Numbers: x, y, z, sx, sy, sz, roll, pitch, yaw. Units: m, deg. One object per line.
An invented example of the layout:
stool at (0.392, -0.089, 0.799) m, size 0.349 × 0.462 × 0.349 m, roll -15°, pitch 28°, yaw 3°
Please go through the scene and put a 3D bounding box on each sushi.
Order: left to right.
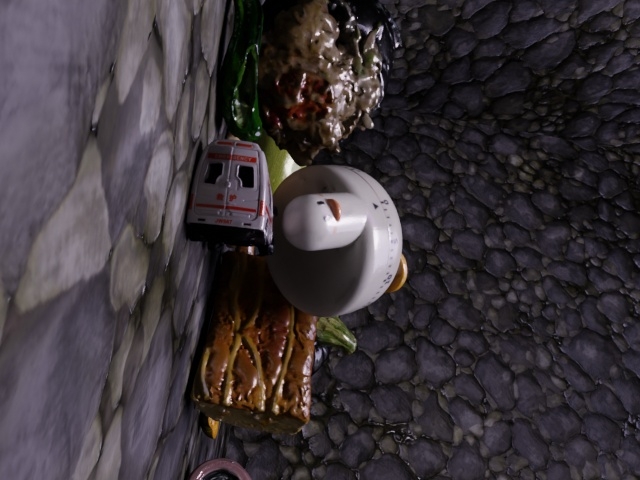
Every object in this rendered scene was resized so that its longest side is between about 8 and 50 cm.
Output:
sushi at (-0.005, -0.241, 0.747) m, size 0.225 × 0.238 × 0.218 m, roll -37°, pitch -160°, yaw 29°

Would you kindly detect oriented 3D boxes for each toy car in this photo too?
toy car at (-0.098, -0.043, 0.636) m, size 0.209 × 0.090 × 0.108 m, roll 105°, pitch -11°, yaw -83°

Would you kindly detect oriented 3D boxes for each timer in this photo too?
timer at (0.000, 0.000, 0.785) m, size 0.234 × 0.240 × 0.233 m, roll 6°, pitch -81°, yaw 44°

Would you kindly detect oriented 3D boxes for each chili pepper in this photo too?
chili pepper at (-0.092, -0.200, 0.618) m, size 0.073 × 0.050 × 0.182 m, roll -74°, pitch 173°, yaw -59°

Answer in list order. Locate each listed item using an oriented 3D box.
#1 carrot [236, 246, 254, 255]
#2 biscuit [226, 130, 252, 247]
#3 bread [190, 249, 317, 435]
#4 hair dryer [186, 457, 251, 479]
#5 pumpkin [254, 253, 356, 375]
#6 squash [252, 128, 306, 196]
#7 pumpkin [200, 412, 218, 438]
carrot at (-0.176, 0.065, 1.209) m, size 0.061 × 0.061 × 0.209 m, roll -129°, pitch -137°, yaw -85°
biscuit at (-0.132, -0.101, 0.851) m, size 0.249 × 0.030 × 0.160 m, roll 106°, pitch -8°, yaw -64°
bread at (-0.098, 0.158, 0.861) m, size 0.114 × 0.185 × 0.274 m, roll 117°, pitch -17°, yaw -48°
hair dryer at (-0.203, 0.565, 0.860) m, size 0.352 × 0.126 × 0.210 m, roll -75°, pitch 177°, yaw -50°
pumpkin at (-0.060, 0.165, 1.098) m, size 0.296 × 0.296 × 0.295 m, roll -171°, pitch -90°, yaw -86°
squash at (-0.085, -0.185, 1.081) m, size 0.132 × 0.133 × 0.246 m, roll 117°, pitch -19°, yaw -77°
pumpkin at (-0.214, 0.342, 1.004) m, size 0.050 × 0.028 × 0.083 m, roll -84°, pitch 176°, yaw -56°
